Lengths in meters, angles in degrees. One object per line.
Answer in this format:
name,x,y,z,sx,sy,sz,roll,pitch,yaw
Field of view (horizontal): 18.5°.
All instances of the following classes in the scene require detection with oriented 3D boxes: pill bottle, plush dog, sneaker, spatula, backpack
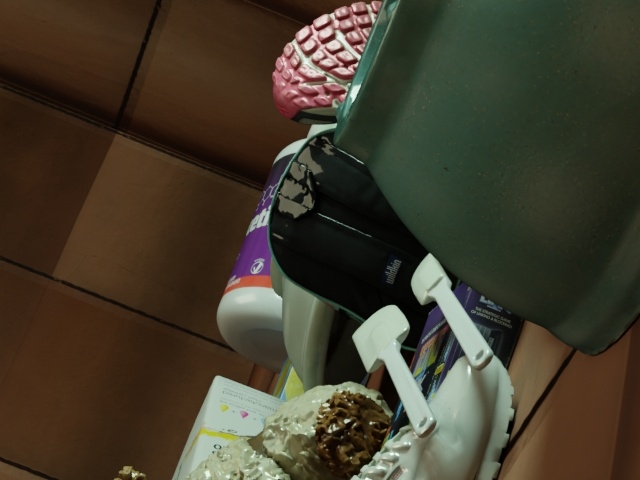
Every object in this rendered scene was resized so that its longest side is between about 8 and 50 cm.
pill bottle,0.000,0.000,2.458,0.181,0.181,0.323,119,172,-61
plush dog,-0.028,0.210,1.654,0.225,0.210,0.262,-42,-8,-6
sneaker,0.058,0.177,1.341,0.090,0.095,0.235,120,174,-76
spatula,0.094,0.044,1.399,0.168,0.019,0.242,-46,16,6
sneaker,0.090,-0.144,1.757,0.121,0.299,0.112,54,142,32
backpack,0.056,-0.011,1.702,0.144,0.188,0.166,-25,-43,-73

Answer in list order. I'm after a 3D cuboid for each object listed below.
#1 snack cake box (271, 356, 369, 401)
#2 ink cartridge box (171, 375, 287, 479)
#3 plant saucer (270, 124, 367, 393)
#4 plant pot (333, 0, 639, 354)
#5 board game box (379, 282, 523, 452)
snack cake box,-0.035,0.253,2.231,0.152,0.089,0.264,125,167,-70
ink cartridge box,-0.068,0.276,1.946,0.232,0.171,0.168,-80,13,-70
plant saucer,0.036,-0.028,1.983,0.400,0.100,0.400,20,-90,-78
plant pot,0.126,-0.103,1.186,0.293,0.196,0.293,-158,90,-86
board game box,0.098,0.109,1.497,0.170,0.048,0.141,125,166,-73
